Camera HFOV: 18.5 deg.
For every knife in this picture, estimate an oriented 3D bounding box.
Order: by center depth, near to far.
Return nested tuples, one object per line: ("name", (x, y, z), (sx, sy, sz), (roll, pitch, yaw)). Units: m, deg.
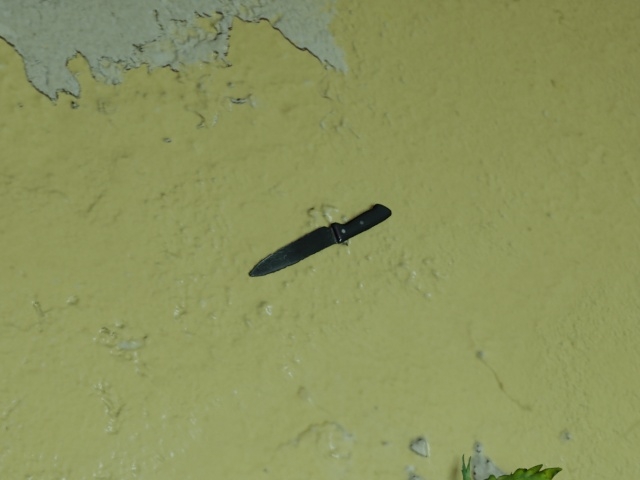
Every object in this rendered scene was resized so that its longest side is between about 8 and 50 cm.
("knife", (0.000, 0.000, 1.824), (0.170, 0.010, 0.023), (-26, 73, -33))

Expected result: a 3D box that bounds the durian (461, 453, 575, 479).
("durian", (0.113, 0.310, 1.587), (0.169, 0.157, 0.355), (32, 52, 13))
